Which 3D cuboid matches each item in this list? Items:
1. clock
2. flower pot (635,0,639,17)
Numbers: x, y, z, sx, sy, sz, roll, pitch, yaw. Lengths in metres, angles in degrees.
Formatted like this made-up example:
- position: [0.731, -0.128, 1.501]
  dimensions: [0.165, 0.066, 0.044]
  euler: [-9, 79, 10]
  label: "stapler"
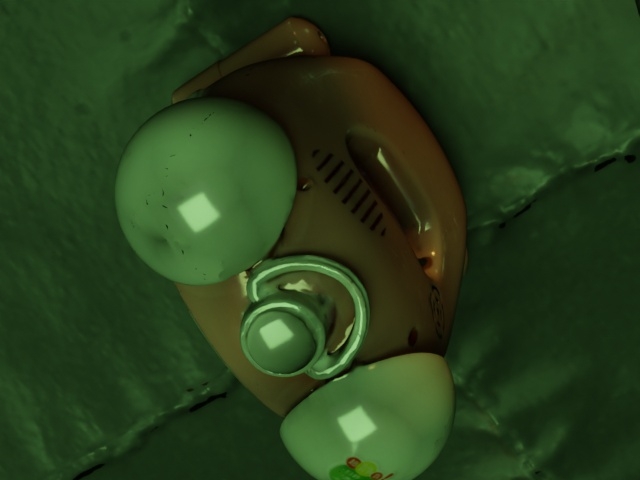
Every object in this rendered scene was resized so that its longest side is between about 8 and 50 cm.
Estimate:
- position: [0.000, 0.000, 0.557]
  dimensions: [0.093, 0.162, 0.166]
  euler: [-29, 108, 19]
  label: "clock"
- position: [0.249, -0.193, 0.415]
  dimensions: [0.368, 0.164, 0.254]
  euler: [-17, 117, 16]
  label: "flower pot"
